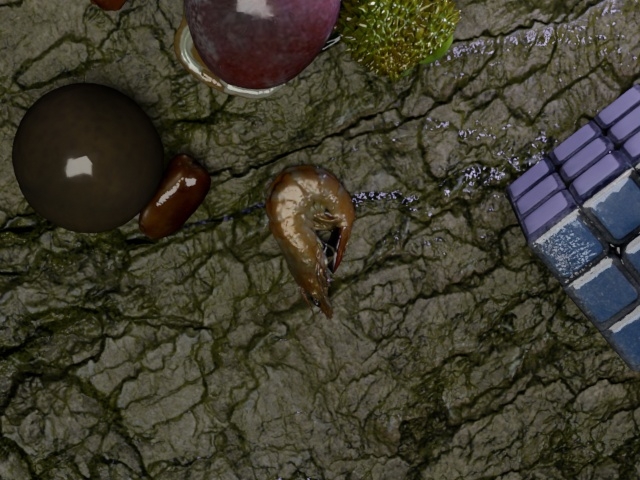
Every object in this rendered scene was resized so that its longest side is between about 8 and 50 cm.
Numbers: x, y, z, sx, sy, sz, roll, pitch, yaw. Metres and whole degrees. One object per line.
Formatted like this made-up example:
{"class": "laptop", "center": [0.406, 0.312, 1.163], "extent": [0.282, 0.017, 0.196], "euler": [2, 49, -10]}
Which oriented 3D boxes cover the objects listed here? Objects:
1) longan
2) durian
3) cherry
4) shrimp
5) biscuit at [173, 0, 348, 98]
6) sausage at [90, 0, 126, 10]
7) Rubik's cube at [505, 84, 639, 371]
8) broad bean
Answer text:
{"class": "longan", "center": [-0.384, -0.140, 1.900], "extent": [0.258, 0.258, 0.258], "euler": [1, 110, 2]}
{"class": "durian", "center": [0.125, -0.355, 1.811], "extent": [0.200, 0.237, 0.176], "euler": [-34, 98, 18]}
{"class": "cherry", "center": [-0.092, -0.363, 1.764], "extent": [0.236, 0.213, 0.285], "euler": [25, 120, 3]}
{"class": "shrimp", "center": [0.000, 0.000, 2.038], "extent": [0.152, 0.063, 0.287], "euler": [-21, 107, -2]}
{"class": "biscuit", "center": [-0.079, -0.391, 1.895], "extent": [0.287, 0.057, 0.344], "euler": [23, 110, -6]}
{"class": "sausage", "center": [-0.277, -0.516, 1.839], "extent": [0.097, 0.094, 0.348], "euler": [37, 108, -7]}
{"class": "Rubik's cube", "center": [0.517, -0.028, 1.874], "extent": [0.301, 0.304, 0.305], "euler": [-38, 103, 15]}
{"class": "broad bean", "center": [-0.256, -0.070, 1.991], "extent": [0.165, 0.114, 0.084], "euler": [-49, 64, 12]}
